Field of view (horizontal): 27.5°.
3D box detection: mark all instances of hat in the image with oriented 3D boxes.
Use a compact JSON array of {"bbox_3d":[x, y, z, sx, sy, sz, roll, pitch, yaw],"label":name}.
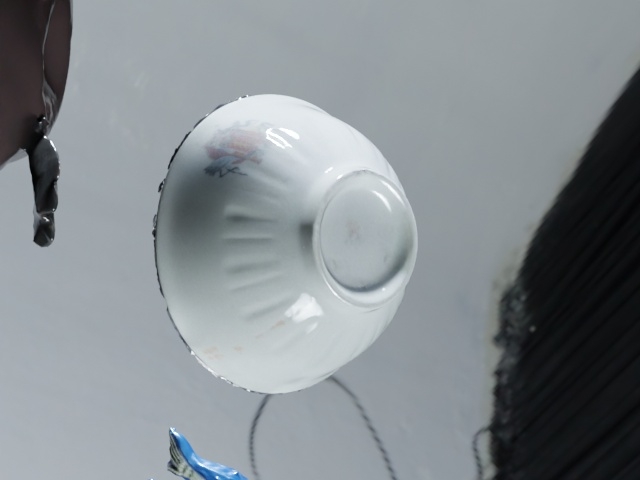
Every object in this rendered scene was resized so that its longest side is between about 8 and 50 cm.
[{"bbox_3d":[-0.310,-0.076,0.949,0.336,0.238,0.208,-28,107,-47],"label":"hat"}]

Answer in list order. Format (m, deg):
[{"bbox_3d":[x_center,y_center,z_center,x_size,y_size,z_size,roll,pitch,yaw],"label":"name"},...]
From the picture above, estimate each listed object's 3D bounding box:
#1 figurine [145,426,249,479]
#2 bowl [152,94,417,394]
[{"bbox_3d":[-0.080,0.294,1.212,0.262,0.164,0.121,38,16,16],"label":"figurine"},{"bbox_3d":[0.000,0.000,0.783,0.189,0.086,0.189,3,85,-40],"label":"bowl"}]
